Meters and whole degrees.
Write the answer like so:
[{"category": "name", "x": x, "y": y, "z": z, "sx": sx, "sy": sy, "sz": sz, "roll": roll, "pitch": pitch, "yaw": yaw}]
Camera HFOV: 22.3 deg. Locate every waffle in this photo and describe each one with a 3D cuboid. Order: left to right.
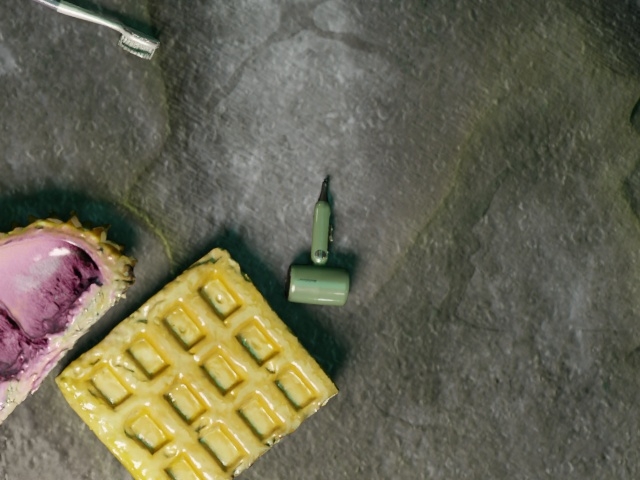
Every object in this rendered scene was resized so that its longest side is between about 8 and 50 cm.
[{"category": "waffle", "x": -0.140, "y": 0.165, "z": 1.841, "sx": 0.248, "sy": 0.055, "sz": 0.221, "roll": -39, "pitch": 86, "yaw": -11}]

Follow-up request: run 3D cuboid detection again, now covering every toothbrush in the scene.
[{"category": "toothbrush", "x": -0.318, "y": -0.275, "z": 1.845, "sx": 0.288, "sy": 0.024, "sz": 0.026, "roll": 24, "pitch": 100, "yaw": -11}]

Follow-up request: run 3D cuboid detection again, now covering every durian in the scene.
[{"category": "durian", "x": -0.365, "y": 0.092, "z": 1.793, "sx": 0.191, "sy": 0.112, "sz": 0.341, "roll": 41, "pitch": 74, "yaw": 0}]

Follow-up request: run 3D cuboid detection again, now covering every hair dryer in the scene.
[{"category": "hair dryer", "x": 0.000, "y": 0.000, "z": 1.895, "sx": 0.071, "sy": 0.047, "sz": 0.150, "roll": 6, "pitch": 82, "yaw": -10}]
